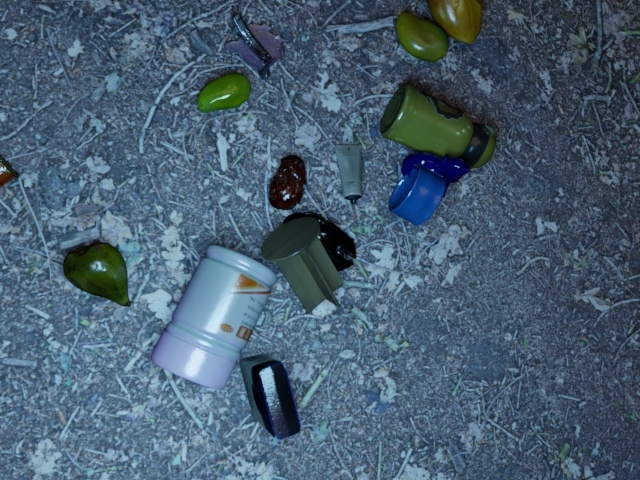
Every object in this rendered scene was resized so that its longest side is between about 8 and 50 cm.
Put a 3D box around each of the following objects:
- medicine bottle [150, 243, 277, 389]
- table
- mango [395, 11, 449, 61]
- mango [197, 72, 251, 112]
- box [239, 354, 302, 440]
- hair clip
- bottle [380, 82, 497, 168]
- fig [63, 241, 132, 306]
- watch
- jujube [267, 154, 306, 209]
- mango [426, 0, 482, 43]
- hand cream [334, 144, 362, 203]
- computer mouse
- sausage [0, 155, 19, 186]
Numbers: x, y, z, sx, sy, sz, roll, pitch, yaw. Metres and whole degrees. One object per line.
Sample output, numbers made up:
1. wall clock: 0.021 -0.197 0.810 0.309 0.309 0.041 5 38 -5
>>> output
1. medicine bottle: -0.261 0.189 1.211 0.202 0.202 0.315 27 77 -11
2. table: -0.031 0.077 1.282 0.167 0.167 0.226 -39 122 -17
3. mango: 0.323 -0.647 1.555 0.191 0.085 0.122 23 87 -2
4. mango: -0.270 -0.411 1.356 0.165 0.074 0.091 -34 94 -17
5. box: -0.130 0.376 1.193 0.071 0.259 0.168 -14 86 -20
6. hair clip: -0.191 -0.580 1.419 0.187 0.056 0.146 43 73 -16
7. bottle: 0.373 -0.334 1.483 0.352 0.171 0.171 20 78 -15
8. fig: -0.546 0.085 1.211 0.133 0.184 0.126 -32 54 -12
9. watch: 0.300 -0.149 1.424 0.171 0.196 0.200 27 69 -1
10. jujube: -0.086 -0.161 1.362 0.104 0.104 0.165 22 77 -12
11. mango: 0.440 -0.768 1.576 0.187 0.138 0.256 -11 89 -35
12. hand cream: 0.091 -0.200 1.445 0.087 0.054 0.185 -1 77 -11
13. computer mouse: 0.000 0.000 1.377 0.242 0.077 0.146 30 78 -10
14. sausage: -0.860 -0.105 1.151 0.264 0.083 0.083 -42 95 -16
